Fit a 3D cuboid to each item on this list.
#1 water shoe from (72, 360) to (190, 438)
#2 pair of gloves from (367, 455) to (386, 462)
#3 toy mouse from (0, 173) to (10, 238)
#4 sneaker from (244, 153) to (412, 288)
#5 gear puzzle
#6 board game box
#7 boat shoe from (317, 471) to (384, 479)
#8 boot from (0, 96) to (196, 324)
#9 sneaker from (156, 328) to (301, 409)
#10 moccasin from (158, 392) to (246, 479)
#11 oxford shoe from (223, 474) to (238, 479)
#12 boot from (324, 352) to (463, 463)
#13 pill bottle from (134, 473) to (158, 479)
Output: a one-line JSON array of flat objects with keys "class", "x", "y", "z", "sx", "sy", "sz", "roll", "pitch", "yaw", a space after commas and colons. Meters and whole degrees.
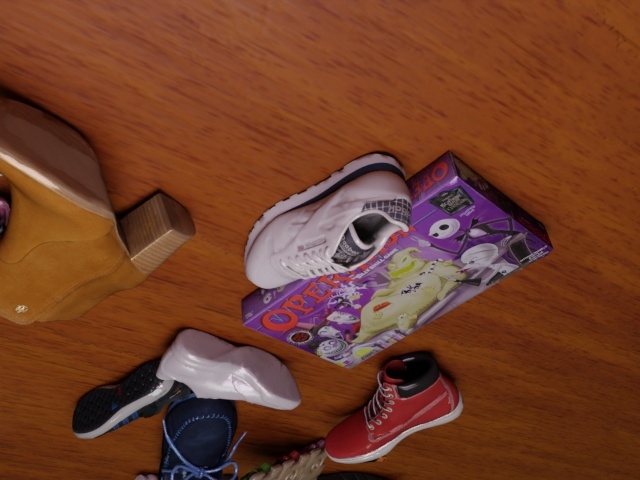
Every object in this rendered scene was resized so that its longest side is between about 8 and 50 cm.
[{"class": "water shoe", "x": -0.279, "y": 0.247, "z": 1.068, "sx": 0.203, "sy": 0.072, "sz": 0.080, "roll": -28, "pitch": 139, "yaw": 23}, {"class": "pair of gloves", "x": 0.097, "y": 0.406, "z": 1.381, "sx": 0.074, "sy": 0.010, "sz": 0.083, "roll": 2, "pitch": 142, "yaw": -16}, {"class": "toy mouse", "x": -0.361, "y": -0.043, "z": 0.729, "sx": 0.143, "sy": 0.031, "sz": 0.161, "roll": -34, "pitch": 141, "yaw": 11}, {"class": "sneaker", "x": 0.000, "y": 0.000, "z": 0.805, "sx": 0.090, "sy": 0.094, "sz": 0.235, "roll": 26, "pitch": 131, "yaw": -38}, {"class": "gear puzzle", "x": -0.112, "y": 0.431, "z": 1.220, "sx": 0.339, "sy": 0.044, "sz": 0.175, "roll": 0, "pitch": 121, "yaw": -56}, {"class": "board game box", "x": 0.090, "y": 0.045, "z": 0.916, "sx": 0.208, "sy": 0.056, "sz": 0.347, "roll": 32, "pitch": 126, "yaw": -33}, {"class": "boat shoe", "x": 0.018, "y": 0.534, "z": 1.450, "sx": 0.324, "sy": 0.122, "sz": 0.120, "roll": 14, "pitch": 141, "yaw": -14}, {"class": "boot", "x": -0.286, "y": -0.004, "z": 0.719, "sx": 0.211, "sy": 0.104, "sz": 0.295, "roll": -33, "pitch": 145, "yaw": 15}, {"class": "sneaker", "x": -0.130, "y": 0.198, "z": 1.028, "sx": 0.212, "sy": 0.080, "sz": 0.094, "roll": 29, "pitch": 117, "yaw": -24}, {"class": "moccasin", "x": -0.196, "y": 0.368, "z": 1.194, "sx": 0.138, "sy": 0.116, "sz": 0.342, "roll": 1, "pitch": 140, "yaw": -12}, {"class": "oxford shoe", "x": -0.251, "y": 0.525, "z": 1.410, "sx": 0.212, "sy": 0.076, "sz": 0.076, "roll": -28, "pitch": 139, "yaw": 25}, {"class": "boot", "x": 0.090, "y": 0.262, "z": 1.150, "sx": 0.244, "sy": 0.088, "sz": 0.176, "roll": -29, "pitch": 137, "yaw": 11}, {"class": "pill bottle", "x": -0.304, "y": 0.459, "z": 1.342, "sx": 0.043, "sy": 0.043, "sz": 0.083, "roll": -32, "pitch": 135, "yaw": 26}]
